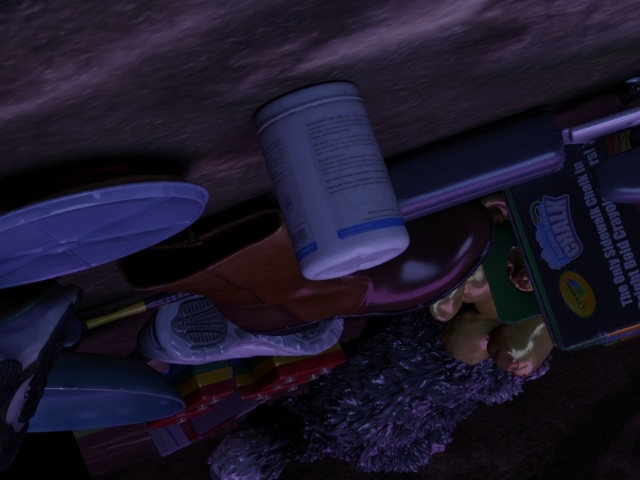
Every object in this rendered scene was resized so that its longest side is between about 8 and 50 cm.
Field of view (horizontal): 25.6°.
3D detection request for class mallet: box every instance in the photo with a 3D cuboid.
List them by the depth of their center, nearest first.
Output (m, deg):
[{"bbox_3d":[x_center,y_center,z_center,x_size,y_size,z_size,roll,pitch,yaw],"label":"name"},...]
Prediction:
[{"bbox_3d":[-0.169,0.061,1.299,0.190,0.039,0.062,-20,173,-9],"label":"mallet"}]

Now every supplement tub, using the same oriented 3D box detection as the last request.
[{"bbox_3d":[0.007,-0.035,0.859,0.071,0.107,0.071,-16,170,-3],"label":"supplement tub"}]

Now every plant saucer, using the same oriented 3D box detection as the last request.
[{"bbox_3d":[-0.289,0.146,1.345,0.318,0.043,0.317,-3,167,-1],"label":"plant saucer"}]

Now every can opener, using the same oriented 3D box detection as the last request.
[{"bbox_3d":[0.169,-0.058,1.090,0.280,0.093,0.074,-14,171,6],"label":"can opener"}]

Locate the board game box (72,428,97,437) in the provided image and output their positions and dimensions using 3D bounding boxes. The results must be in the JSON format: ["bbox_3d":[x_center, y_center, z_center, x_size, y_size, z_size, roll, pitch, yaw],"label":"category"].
[{"bbox_3d":[-0.379,0.282,2.112,0.259,0.039,0.124,-20,170,24],"label":"board game box"}]

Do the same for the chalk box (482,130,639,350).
[{"bbox_3d":[0.286,-0.009,1.273,0.289,0.180,0.179,-22,169,29],"label":"chalk box"}]

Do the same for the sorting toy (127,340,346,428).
[{"bbox_3d":[-0.109,0.159,1.753,0.257,0.089,0.255,-13,169,-24],"label":"sorting toy"}]

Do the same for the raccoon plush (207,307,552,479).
[{"bbox_3d":[0.105,0.208,1.830,0.446,0.216,0.299,-37,178,-36],"label":"raccoon plush"}]

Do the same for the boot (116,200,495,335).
[{"bbox_3d":[0.000,0.000,1.196,0.264,0.096,0.280,-12,164,15],"label":"boot"}]

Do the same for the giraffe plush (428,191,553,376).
[{"bbox_3d":[0.173,0.034,1.430,0.210,0.181,0.170,-13,154,43],"label":"giraffe plush"}]

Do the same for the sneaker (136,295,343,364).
[{"bbox_3d":[-0.086,0.083,1.445,0.232,0.090,0.115,1,168,-34],"label":"sneaker"}]

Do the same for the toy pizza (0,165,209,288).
[{"bbox_3d":[-0.171,-0.010,0.912,0.201,0.032,0.201,-17,171,-3],"label":"toy pizza"}]

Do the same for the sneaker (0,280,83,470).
[{"bbox_3d":[-0.290,0.077,0.995,0.182,0.158,0.410,26,-176,0],"label":"sneaker"}]

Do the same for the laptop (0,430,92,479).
[{"bbox_3d":[-0.502,0.383,1.866,0.382,0.408,0.236,-15,125,-17],"label":"laptop"}]

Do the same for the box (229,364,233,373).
[{"bbox_3d":[-0.139,0.175,1.967,0.136,0.028,0.081,-20,170,5],"label":"box"}]

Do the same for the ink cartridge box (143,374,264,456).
[{"bbox_3d":[-0.179,0.256,2.133,0.127,0.072,0.175,-28,177,-31],"label":"ink cartridge box"}]
